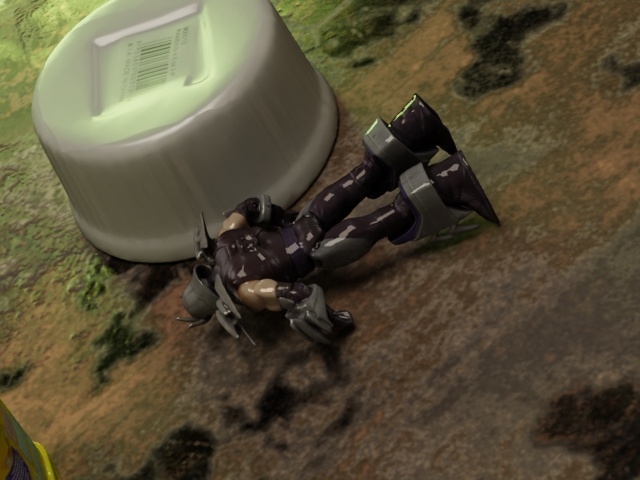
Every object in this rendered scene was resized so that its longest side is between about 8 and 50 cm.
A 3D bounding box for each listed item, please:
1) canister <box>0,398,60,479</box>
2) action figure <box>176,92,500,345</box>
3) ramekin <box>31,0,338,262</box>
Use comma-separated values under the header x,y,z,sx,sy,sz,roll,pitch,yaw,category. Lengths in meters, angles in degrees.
x,y,z,sx,sy,sz,roll,pitch,yaw,category
-0.275,0.175,1.588,0.073,0.170,0.126,-27,41,1,canister
0.000,0.000,1.678,0.285,0.099,0.185,-30,49,4,action figure
-0.135,-0.125,1.838,0.277,0.135,0.277,-15,43,15,ramekin
